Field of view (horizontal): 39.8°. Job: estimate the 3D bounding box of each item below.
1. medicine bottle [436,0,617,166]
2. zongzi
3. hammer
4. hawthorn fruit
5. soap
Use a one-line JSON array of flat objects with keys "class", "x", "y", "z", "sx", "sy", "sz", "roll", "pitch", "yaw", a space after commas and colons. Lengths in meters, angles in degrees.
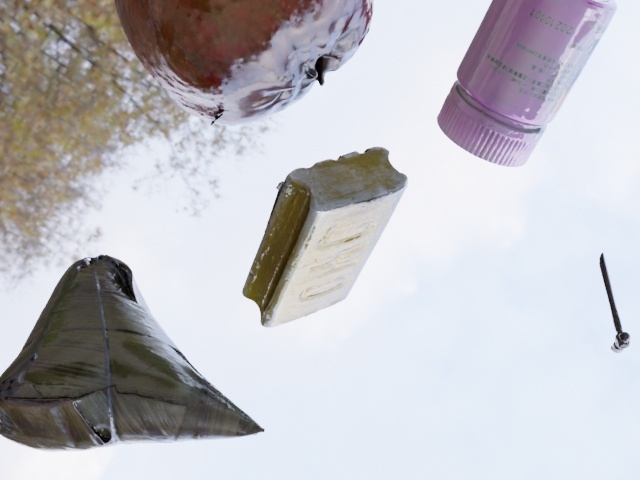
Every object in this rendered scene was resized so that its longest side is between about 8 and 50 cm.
[{"class": "medicine bottle", "x": 0.317, "y": -0.278, "z": 1.388, "sx": 0.178, "sy": 0.178, "sz": 0.291, "roll": 57, "pitch": -46, "yaw": 42}, {"class": "zongzi", "x": -0.197, "y": 0.134, "z": 1.042, "sx": 0.300, "sy": 0.138, "sz": 0.286, "roll": 2, "pitch": -147, "yaw": 5}, {"class": "hammer", "x": 0.487, "y": 0.101, "z": 1.484, "sx": 0.021, "sy": 0.065, "sz": 0.178, "roll": -5, "pitch": -122, "yaw": 1}, {"class": "hawthorn fruit", "x": -0.108, "y": -0.314, "z": 1.028, "sx": 0.284, "sy": 0.284, "sz": 0.369, "roll": -39, "pitch": -112, "yaw": 16}, {"class": "soap", "x": 0.000, "y": 0.000, "z": 1.245, "sx": 0.089, "sy": 0.173, "sz": 0.274, "roll": 55, "pitch": -35, "yaw": 24}]
